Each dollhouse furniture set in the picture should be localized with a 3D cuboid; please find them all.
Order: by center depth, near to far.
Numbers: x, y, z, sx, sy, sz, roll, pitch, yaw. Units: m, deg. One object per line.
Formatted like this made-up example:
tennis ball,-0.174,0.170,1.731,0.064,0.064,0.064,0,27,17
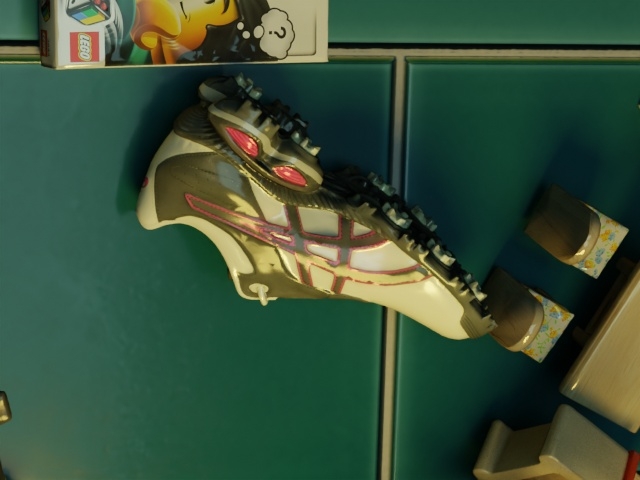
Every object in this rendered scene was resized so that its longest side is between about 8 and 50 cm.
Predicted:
dollhouse furniture set,0.155,0.259,1.412,0.135,0.262,0.259,44,51,-24
dollhouse furniture set,0.274,0.032,1.436,0.212,0.161,0.242,29,98,-23

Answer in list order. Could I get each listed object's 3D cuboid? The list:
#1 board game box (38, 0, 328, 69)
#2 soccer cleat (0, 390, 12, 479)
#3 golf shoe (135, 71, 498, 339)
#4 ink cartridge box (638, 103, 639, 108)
board game box,-0.091,-0.268,1.318,0.193,0.053,0.305,-4,101,-21
soccer cleat,-0.258,0.193,1.330,0.121,0.093,0.289,-5,108,10
golf shoe,0.000,0.000,1.389,0.273,0.105,0.120,36,101,-17
ink cartridge box,0.304,-0.111,1.513,0.115,0.029,0.063,-38,111,-12
